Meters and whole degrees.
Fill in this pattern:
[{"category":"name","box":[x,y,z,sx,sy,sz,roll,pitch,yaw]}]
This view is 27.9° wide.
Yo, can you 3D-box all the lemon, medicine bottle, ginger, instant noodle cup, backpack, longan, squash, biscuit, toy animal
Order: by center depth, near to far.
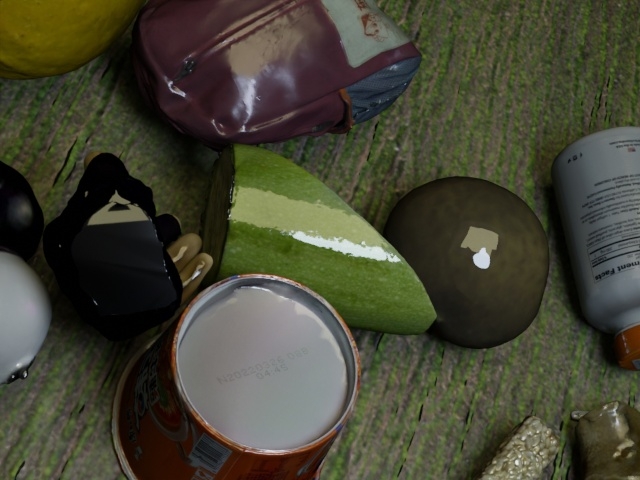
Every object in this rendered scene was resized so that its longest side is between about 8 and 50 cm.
[{"category":"toy animal","box":[-0.370,0.043,1.317,0.187,0.165,0.235,1,65,-26]},{"category":"instant noodle cup","box":[-0.080,0.163,1.344,0.250,0.192,0.250,8,62,-16]},{"category":"biscuit","box":[0.209,0.274,1.458,0.070,0.082,0.168,40,57,0]},{"category":"lemon","box":[-0.329,-0.330,1.463,0.297,0.297,0.297,9,61,-16]},{"category":"squash","box":[0.000,0.000,1.464,0.260,0.189,0.189,10,61,-13]},{"category":"ginger","box":[0.364,0.320,1.477,0.116,0.109,0.263,-15,66,3]},{"category":"longan","box":[0.176,0.021,1.521,0.198,0.198,0.212,-36,80,-31]},{"category":"backpack","box":[-0.072,-0.229,1.555,0.317,0.197,0.283,-33,79,-25]},{"category":"medicine bottle","box":[0.392,0.013,1.619,0.157,0.157,0.288,1,63,-20]}]

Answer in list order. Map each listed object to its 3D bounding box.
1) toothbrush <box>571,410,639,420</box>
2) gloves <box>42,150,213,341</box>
[{"category":"toothbrush","box":[0.383,0.219,1.593,0.162,0.017,0.014,3,58,-14]},{"category":"gloves","box":[-0.208,-0.001,1.345,0.152,0.301,0.197,-18,94,9]}]
